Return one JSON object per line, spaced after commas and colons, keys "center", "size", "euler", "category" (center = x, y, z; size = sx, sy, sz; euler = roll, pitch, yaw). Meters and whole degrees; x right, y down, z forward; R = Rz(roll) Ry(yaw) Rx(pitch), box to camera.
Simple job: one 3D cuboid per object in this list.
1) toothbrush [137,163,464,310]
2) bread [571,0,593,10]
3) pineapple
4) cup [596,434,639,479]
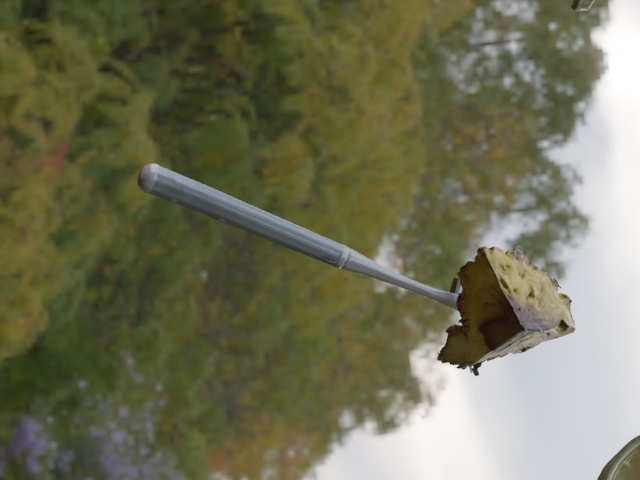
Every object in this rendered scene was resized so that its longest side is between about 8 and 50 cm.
{"center": [-0.001, 0.002, 1.446], "size": [0.025, 0.342, 0.030], "euler": [137, -30, -67], "category": "toothbrush"}
{"center": [0.360, -0.362, 2.126], "size": [0.154, 0.028, 0.068], "euler": [109, -13, -69], "category": "bread"}
{"center": [0.139, 0.071, 1.284], "size": [0.114, 0.114, 0.077], "euler": [-45, -150, 25], "category": "pineapple"}
{"center": [0.357, 0.275, 1.424], "size": [0.202, 0.255, 0.173], "euler": [83, 10, -59], "category": "cup"}
